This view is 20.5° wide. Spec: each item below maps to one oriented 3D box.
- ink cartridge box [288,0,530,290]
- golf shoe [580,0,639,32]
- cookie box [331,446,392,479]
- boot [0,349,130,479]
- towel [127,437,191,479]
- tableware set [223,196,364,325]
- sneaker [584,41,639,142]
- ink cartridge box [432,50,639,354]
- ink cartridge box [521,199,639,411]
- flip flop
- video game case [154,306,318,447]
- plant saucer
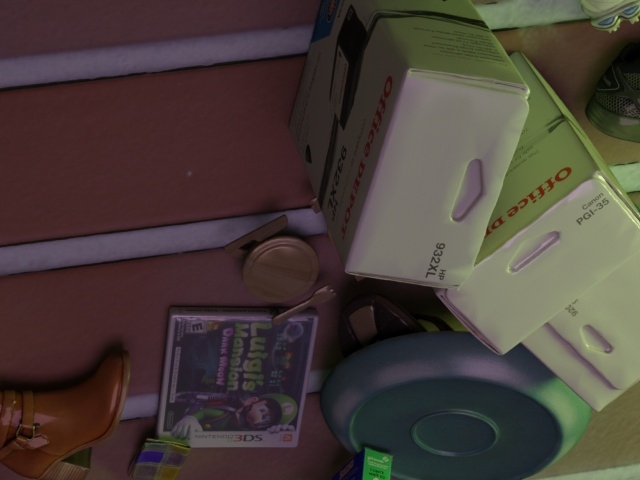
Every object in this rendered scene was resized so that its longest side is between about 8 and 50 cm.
[{"bbox_3d":[0.077,-0.128,1.758,0.129,0.307,0.223,8,118,-17],"label":"ink cartridge box"},{"bbox_3d":[0.350,-0.295,1.866,0.176,0.069,0.086,-31,116,5],"label":"golf shoe"},{"bbox_3d":[0.045,0.311,2.082,0.040,0.107,0.092,19,143,-17],"label":"cookie box"},{"bbox_3d":[-0.310,0.189,2.006,0.152,0.073,0.197,21,111,-19],"label":"boot"},{"bbox_3d":[-0.190,0.261,2.096,0.060,0.009,0.083,10,140,-17],"label":"towel"},{"bbox_3d":[0.000,0.000,1.979,0.194,0.039,0.128,-28,124,5],"label":"tableware set"},{"bbox_3d":[0.417,-0.163,1.945,0.227,0.087,0.130,12,124,-13],"label":"sneaker"},{"bbox_3d":[0.196,-0.042,1.852,0.207,0.283,0.117,-38,121,12],"label":"ink cartridge box"},{"bbox_3d":[0.284,0.032,1.947,0.168,0.232,0.171,-42,121,13],"label":"ink cartridge box"},{"bbox_3d":[0.128,0.134,2.064,0.277,0.080,0.112,32,135,-31],"label":"flip flop"},{"bbox_3d":[-0.099,0.162,2.064,0.173,0.022,0.190,1,120,-14],"label":"video game case"},{"bbox_3d":[0.156,0.211,2.060,0.317,0.043,0.317,3,144,2],"label":"plant saucer"}]
